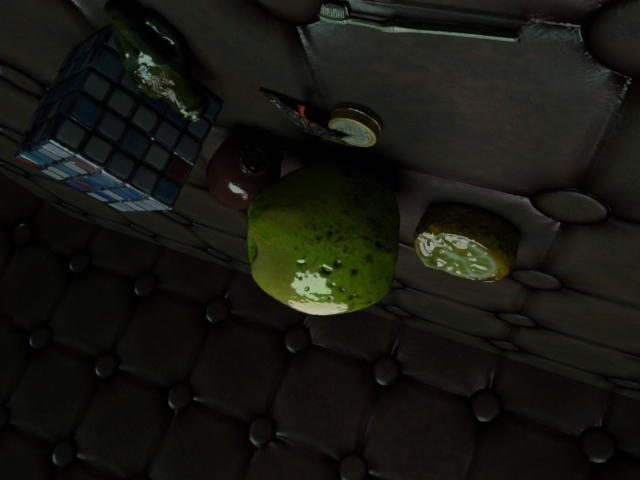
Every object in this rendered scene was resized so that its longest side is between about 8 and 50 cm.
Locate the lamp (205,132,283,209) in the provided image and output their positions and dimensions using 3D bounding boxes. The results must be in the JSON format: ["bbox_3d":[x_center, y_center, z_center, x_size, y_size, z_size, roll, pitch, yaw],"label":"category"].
[{"bbox_3d":[-0.190,-0.171,1.389,0.180,0.180,0.258,26,165,-16],"label":"lamp"}]

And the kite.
[{"bbox_3d":[-0.028,-0.246,1.136,0.232,0.009,0.189,33,178,6],"label":"kite"}]

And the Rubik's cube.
[{"bbox_3d":[-0.446,-0.250,1.228,0.293,0.291,0.287,31,162,-38],"label":"Rubik's cube"}]

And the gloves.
[{"bbox_3d":[-0.317,-0.341,1.069,0.135,0.107,0.268,-28,127,15],"label":"gloves"}]

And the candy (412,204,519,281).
[{"bbox_3d":[0.355,0.011,1.364,0.260,0.117,0.260,20,161,7],"label":"candy"}]

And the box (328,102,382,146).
[{"bbox_3d":[0.068,-0.227,1.094,0.106,0.037,0.105,20,165,6],"label":"box"}]

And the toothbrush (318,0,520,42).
[{"bbox_3d":[0.131,-0.303,0.780,0.295,0.026,0.028,17,149,17],"label":"toothbrush"}]

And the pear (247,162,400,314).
[{"bbox_3d":[0.000,0.000,1.310,0.391,0.390,0.391,20,164,6],"label":"pear"}]
